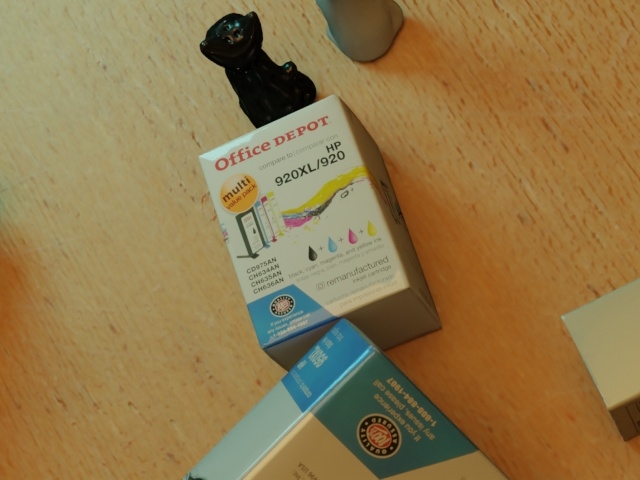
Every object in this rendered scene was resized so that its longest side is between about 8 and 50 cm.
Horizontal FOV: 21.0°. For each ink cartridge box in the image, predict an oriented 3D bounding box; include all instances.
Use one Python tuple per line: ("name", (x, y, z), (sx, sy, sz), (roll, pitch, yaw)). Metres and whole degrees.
("ink cartridge box", (0.000, 0.000, 1.840), (0.171, 0.168, 0.233), (-23, 68, 8))
("ink cartridge box", (-0.007, 0.319, 1.680), (0.395, 0.166, 0.285), (-45, 103, -1))

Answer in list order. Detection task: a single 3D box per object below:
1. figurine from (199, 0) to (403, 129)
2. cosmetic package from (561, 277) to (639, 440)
("figurine", (-0.023, -0.234, 1.896), (0.215, 0.209, 0.092), (-39, 68, 1))
("cosmetic package", (0.408, 0.072, 1.712), (0.309, 0.160, 0.113), (-26, 67, 5))
